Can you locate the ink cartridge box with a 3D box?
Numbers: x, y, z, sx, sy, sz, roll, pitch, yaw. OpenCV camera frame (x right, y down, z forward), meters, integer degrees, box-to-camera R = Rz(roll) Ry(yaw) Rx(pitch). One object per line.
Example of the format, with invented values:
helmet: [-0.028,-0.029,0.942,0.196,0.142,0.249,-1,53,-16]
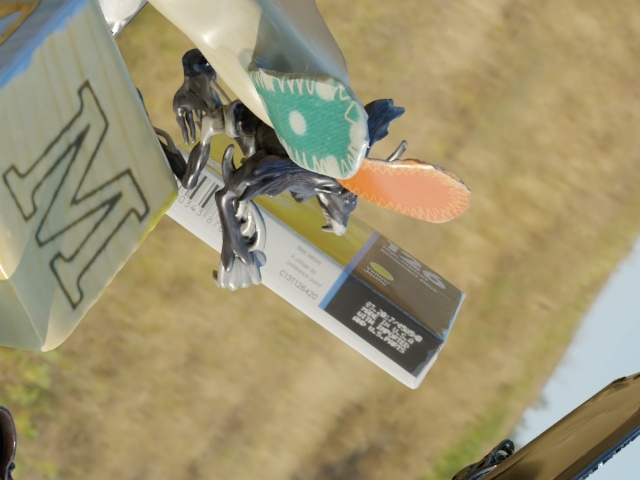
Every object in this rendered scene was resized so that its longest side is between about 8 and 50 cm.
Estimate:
ink cartridge box: [0.000,0.000,1.625,0.072,0.303,0.307,-56,178,15]

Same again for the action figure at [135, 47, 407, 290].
action figure: [-0.038,-0.056,1.267,0.164,0.276,0.141,-35,126,-27]

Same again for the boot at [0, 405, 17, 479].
boot: [-0.315,0.175,1.206,0.090,0.207,0.248,-36,144,-47]

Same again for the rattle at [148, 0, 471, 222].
rattle: [-0.063,-0.058,0.513,0.143,0.199,0.130,-29,167,1]

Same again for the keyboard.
keyboard: [0.165,0.156,1.196,0.201,0.033,0.317,-27,178,40]

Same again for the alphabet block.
alphabet block: [-0.250,-0.060,1.223,0.193,0.192,0.197,-54,136,-36]

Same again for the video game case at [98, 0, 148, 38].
video game case: [-0.234,-0.303,1.389,0.248,0.275,0.035,-42,-157,29]
